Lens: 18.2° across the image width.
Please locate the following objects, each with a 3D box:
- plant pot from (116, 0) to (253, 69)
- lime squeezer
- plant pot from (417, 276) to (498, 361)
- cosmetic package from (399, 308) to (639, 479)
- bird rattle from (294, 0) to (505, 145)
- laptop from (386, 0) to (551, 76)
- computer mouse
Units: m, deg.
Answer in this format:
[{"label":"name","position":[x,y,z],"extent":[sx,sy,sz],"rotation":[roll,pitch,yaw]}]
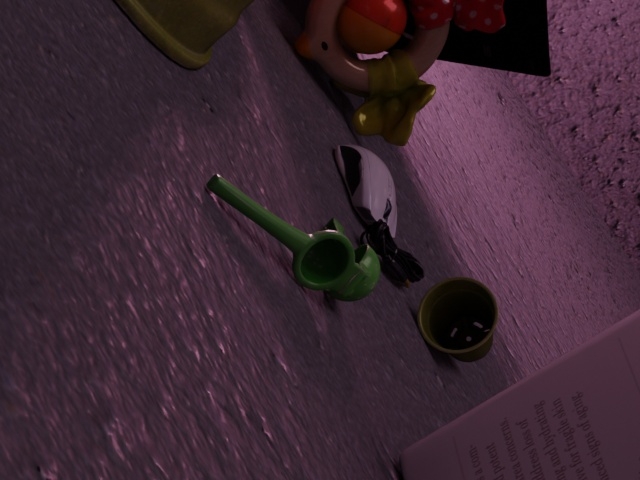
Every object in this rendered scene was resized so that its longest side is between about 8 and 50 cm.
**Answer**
[{"label":"plant pot","position":[-0.079,-0.333,1.763],"extent":[0.276,0.254,0.276],"rotation":[54,14,-20]},{"label":"lime squeezer","position":[0.000,0.000,1.740],"extent":[0.110,0.059,0.310],"rotation":[62,14,15]},{"label":"plant pot","position":[0.148,0.089,2.057],"extent":[0.083,0.083,0.079],"rotation":[65,3,26]},{"label":"cosmetic package","position":[0.322,0.266,1.574],"extent":[0.327,0.394,0.329],"rotation":[51,15,-28]},{"label":"bird rattle","position":[0.089,-0.241,2.244],"extent":[0.207,0.253,0.143],"rotation":[23,26,-24]},{"label":"laptop","position":[0.100,-0.416,2.450],"extent":[0.382,0.408,0.236],"rotation":[70,33,-67]},{"label":"computer mouse","position":[0.060,-0.041,2.082],"extent":[0.106,0.042,0.193],"rotation":[45,19,-42]}]
